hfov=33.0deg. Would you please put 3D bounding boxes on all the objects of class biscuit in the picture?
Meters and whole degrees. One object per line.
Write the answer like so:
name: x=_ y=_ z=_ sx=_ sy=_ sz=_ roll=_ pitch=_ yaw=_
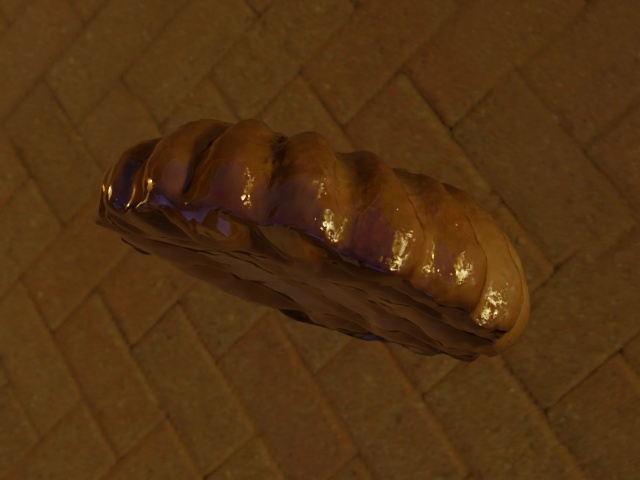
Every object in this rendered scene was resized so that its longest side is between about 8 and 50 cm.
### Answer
biscuit: x=0.000 y=0.000 z=0.785 sx=0.326 sy=0.326 sz=0.107 roll=10 pitch=74 yaw=31
